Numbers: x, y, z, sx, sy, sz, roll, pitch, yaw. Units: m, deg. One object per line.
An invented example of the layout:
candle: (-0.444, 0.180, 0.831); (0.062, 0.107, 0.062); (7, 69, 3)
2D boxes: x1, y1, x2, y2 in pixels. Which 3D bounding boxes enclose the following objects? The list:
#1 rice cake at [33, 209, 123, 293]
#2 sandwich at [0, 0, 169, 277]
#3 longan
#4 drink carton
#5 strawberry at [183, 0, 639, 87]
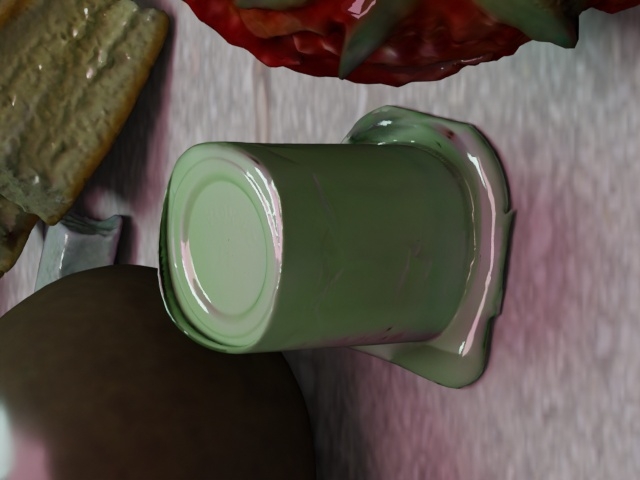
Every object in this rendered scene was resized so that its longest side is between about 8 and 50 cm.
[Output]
rice cake: (-0.191, 0.112, 1.337); (0.081, 0.051, 0.290); (33, 113, 55)
sandwich: (-0.209, -0.079, 1.278); (0.235, 0.122, 0.128); (-43, 24, 35)
longan: (-0.103, 0.138, 1.112); (0.248, 0.248, 0.248); (1, 91, 49)
drink carton: (0.000, 0.000, 1.042); (0.146, 0.142, 0.144); (19, 104, 49)
strawberry: (0.063, -0.220, 0.907); (0.291, 0.310, 0.292); (15, 123, 25)
